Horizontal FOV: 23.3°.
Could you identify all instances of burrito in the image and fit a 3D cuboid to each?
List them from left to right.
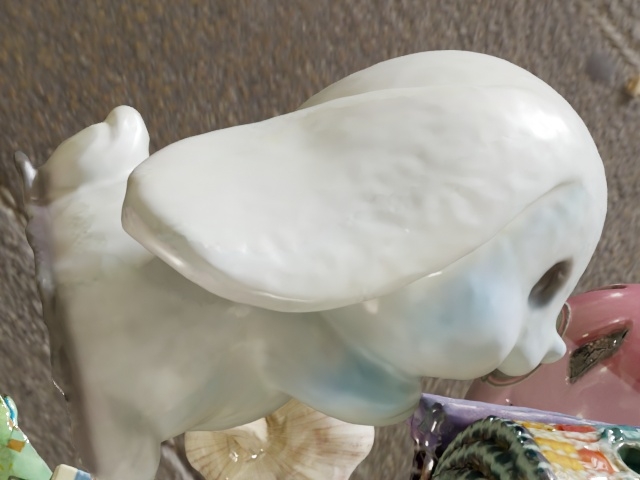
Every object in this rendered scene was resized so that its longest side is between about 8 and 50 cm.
[{"bbox_3d":[-0.252,0.188,1.295,0.054,0.104,0.288,-33,100,-8],"label":"burrito"}]

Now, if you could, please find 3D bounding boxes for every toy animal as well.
[{"bbox_3d":[-0.015,0.002,0.759,0.289,0.249,0.174,-19,99,-24],"label":"toy animal"}]

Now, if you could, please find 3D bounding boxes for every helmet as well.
[{"bbox_3d":[0.191,0.127,1.181,0.154,0.198,0.253,19,115,-2],"label":"helmet"}]

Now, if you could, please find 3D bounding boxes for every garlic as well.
[{"bbox_3d":[-0.055,0.178,1.548,0.199,0.226,0.199,-2,81,14],"label":"garlic"}]

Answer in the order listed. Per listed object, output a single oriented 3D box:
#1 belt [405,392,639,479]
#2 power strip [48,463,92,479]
[{"bbox_3d":[0.101,0.207,0.713,0.160,0.207,0.295,12,71,-14],"label":"belt"},{"bbox_3d":[-0.187,0.214,1.043,0.032,0.056,0.123,23,46,-9],"label":"power strip"}]
